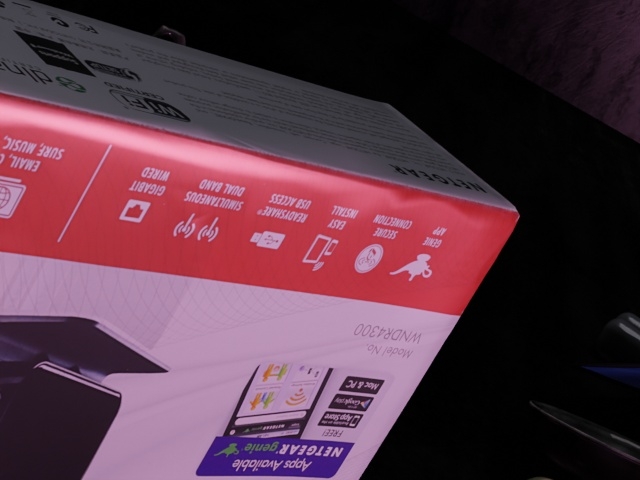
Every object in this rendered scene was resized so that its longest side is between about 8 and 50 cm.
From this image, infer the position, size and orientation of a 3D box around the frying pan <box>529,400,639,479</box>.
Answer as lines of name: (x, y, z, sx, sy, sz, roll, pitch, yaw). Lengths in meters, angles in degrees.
frying pan: (0.280, 0.192, 1.077, 0.197, 0.053, 0.326, 23, 2, -35)

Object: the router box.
router box: (-0.131, 0.073, 0.456, 0.335, 0.301, 0.082, 9, 27, -48)

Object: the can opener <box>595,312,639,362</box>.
can opener: (0.409, 0.153, 1.465, 0.280, 0.093, 0.074, 31, 17, 20)

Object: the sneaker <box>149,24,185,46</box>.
sneaker: (-0.133, -0.121, 1.338, 0.081, 0.090, 0.232, 19, 20, -32)

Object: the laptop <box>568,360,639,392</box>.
laptop: (0.376, 0.192, 1.286, 0.234, 0.136, 0.264, 21, 34, -56)

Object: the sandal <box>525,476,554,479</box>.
sandal: (0.261, 0.240, 0.963, 0.303, 0.086, 0.120, 33, 18, -7)
